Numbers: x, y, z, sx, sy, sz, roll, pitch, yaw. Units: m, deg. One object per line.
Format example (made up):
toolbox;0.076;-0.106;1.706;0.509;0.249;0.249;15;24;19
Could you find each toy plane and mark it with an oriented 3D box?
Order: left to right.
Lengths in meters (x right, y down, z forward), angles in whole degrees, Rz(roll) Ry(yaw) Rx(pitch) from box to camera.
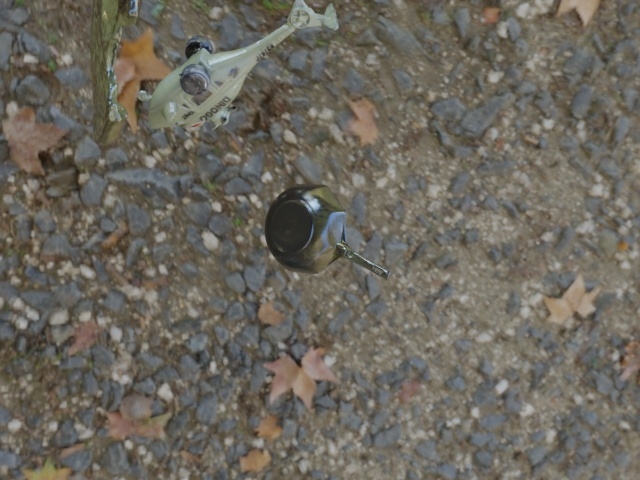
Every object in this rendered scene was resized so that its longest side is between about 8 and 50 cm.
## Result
toy plane;-0.109;-0.218;1.045;0.286;0.092;0.108;-33;124;22

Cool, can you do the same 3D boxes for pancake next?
pancake;-0.226;-0.218;0.880;0.029;0.212;0.235;2;127;-24

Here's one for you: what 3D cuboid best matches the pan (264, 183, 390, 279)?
pan;0.002;-0.016;1.149;0.048;0.201;0.129;5;88;-58
